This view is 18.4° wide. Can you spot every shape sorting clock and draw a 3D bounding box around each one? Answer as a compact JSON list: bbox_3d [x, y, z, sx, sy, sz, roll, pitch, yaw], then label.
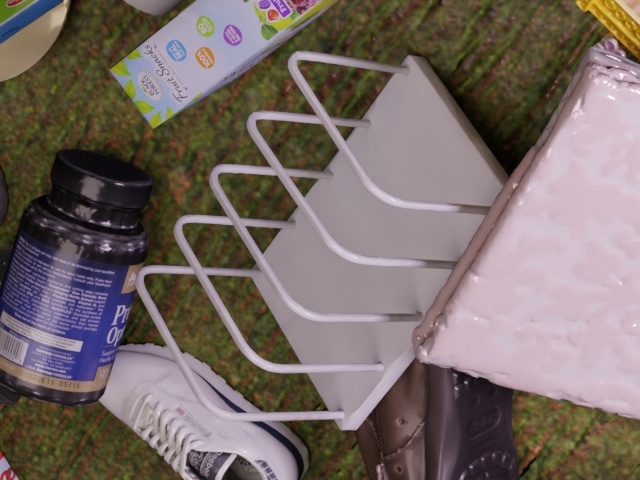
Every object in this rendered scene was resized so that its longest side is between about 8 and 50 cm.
[{"bbox_3d":[-0.320,-0.245,1.815,0.206,0.040,0.206,4,101,20],"label":"shape sorting clock"}]

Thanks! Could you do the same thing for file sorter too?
[{"bbox_3d":[0.000,0.000,1.674,0.277,0.173,0.193,-53,52,30],"label":"file sorter"}]

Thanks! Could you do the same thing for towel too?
[{"bbox_3d":[0.284,0.018,1.594,0.332,0.053,0.317,16,124,-17],"label":"towel"}]

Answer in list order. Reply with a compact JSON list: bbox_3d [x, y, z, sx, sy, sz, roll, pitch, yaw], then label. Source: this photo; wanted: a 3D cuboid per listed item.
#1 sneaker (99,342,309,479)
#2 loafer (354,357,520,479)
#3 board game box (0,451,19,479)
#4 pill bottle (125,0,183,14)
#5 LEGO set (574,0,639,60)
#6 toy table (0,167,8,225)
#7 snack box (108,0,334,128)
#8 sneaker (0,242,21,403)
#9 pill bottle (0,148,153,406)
[{"bbox_3d":[-0.126,0.179,1.891,0.235,0.095,0.090,27,121,11],"label":"sneaker"},{"bbox_3d":[0.100,0.186,1.801,0.130,0.134,0.366,17,109,40],"label":"loafer"},{"bbox_3d":[-0.350,0.386,1.944,0.086,0.308,0.302,-27,101,27],"label":"board game box"},{"bbox_3d":[-0.088,-0.297,1.650,0.229,0.131,0.131,-40,94,30],"label":"pill bottle"},{"bbox_3d":[0.293,-0.148,1.604,0.287,0.107,0.132,56,154,-12],"label":"LEGO set"},{"bbox_3d":[-0.453,-0.056,1.882,0.274,0.161,0.252,17,117,13],"label":"toy table"},{"bbox_3d":[-0.052,-0.193,1.655,0.207,0.174,0.070,-33,94,30],"label":"snack box"},{"bbox_3d":[-0.297,0.081,1.940,0.089,0.051,0.170,-4,107,28],"label":"sneaker"},{"bbox_3d":[-0.230,0.032,1.840,0.123,0.123,0.219,22,104,12],"label":"pill bottle"}]
